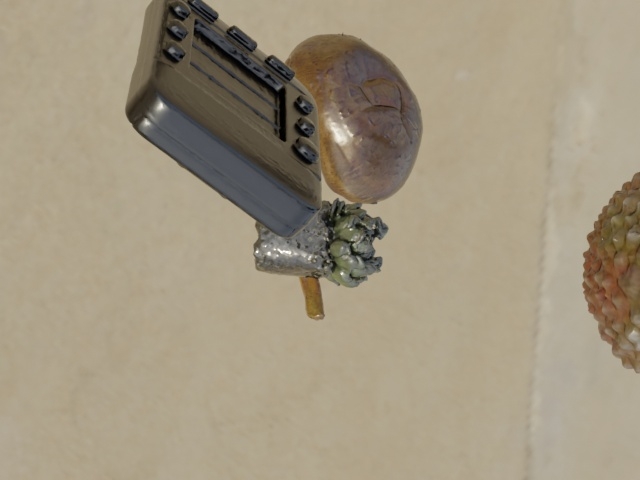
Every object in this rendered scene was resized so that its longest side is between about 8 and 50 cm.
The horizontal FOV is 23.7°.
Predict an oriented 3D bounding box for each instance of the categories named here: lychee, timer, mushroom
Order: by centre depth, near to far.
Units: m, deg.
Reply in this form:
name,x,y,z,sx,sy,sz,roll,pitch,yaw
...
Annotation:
name,x,y,z,sx,sy,sz,roll,pitch,yaw
lychee,0.254,0.021,1.003,0.197,0.165,0.165,21,96,-60
timer,-0.065,-0.088,1.036,0.144,0.187,0.055,36,114,-20
mushroom,0.053,-0.167,1.966,0.194,0.138,0.231,-31,92,-33

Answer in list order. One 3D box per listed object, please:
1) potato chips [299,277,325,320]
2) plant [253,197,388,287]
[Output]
name,x,y,z,sx,sy,sz,roll,pitch,yaw
potato chips,-0.019,0.005,1.759,0.026,0.204,0.037,-7,152,-3
plant,0.000,0.000,1.623,0.092,0.143,0.094,89,6,-69
